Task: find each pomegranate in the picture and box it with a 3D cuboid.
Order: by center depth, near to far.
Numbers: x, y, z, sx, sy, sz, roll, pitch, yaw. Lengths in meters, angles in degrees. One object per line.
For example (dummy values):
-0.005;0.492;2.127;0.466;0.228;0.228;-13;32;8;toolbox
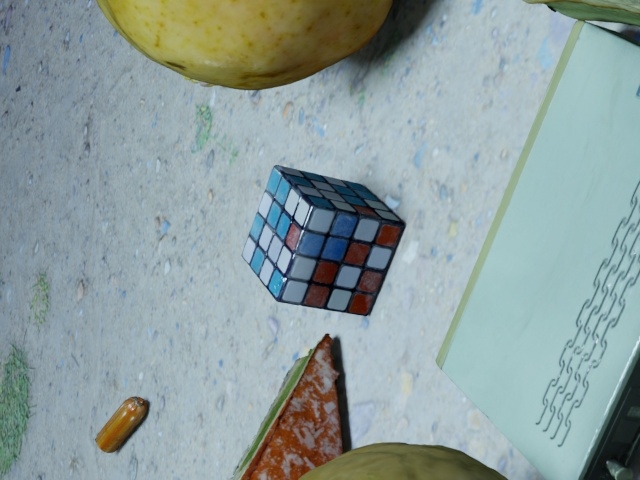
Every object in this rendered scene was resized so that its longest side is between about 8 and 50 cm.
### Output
-0.085;-0.289;1.110;0.342;0.343;0.342;-28;56;55;pomegranate

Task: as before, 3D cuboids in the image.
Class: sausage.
-0.230;0.211;1.510;0.107;0.031;0.031;-51;40;42;sausage

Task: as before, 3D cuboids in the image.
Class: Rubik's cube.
0.000;0.000;1.106;0.092;0.092;0.092;47;121;56;Rubik's cube

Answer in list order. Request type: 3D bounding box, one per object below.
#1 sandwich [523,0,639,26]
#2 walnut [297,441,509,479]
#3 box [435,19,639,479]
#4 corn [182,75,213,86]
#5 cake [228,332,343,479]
0.196;-0.251;0.782;0.198;0.155;0.227;27;104;58;sandwich
0.059;0.238;0.811;0.228;0.228;0.228;-28;56;55;walnut
0.179;0.011;0.833;0.211;0.045;0.270;44;118;57;box
-0.147;-0.261;1.472;0.080;0.080;0.238;-57;38;35;corn
-0.045;0.188;1.100;0.086;0.117;0.220;134;136;-54;cake
